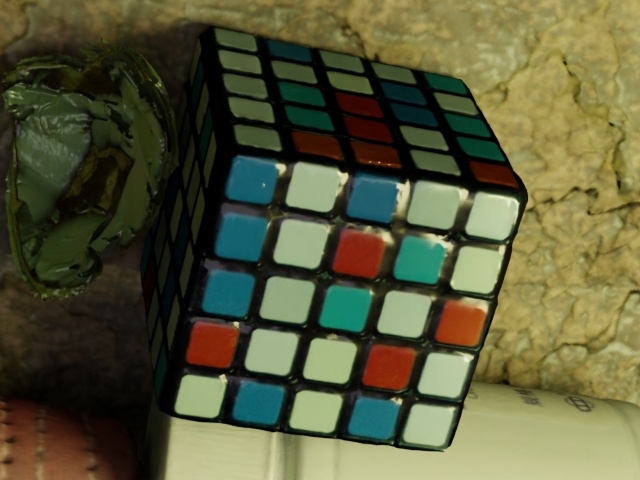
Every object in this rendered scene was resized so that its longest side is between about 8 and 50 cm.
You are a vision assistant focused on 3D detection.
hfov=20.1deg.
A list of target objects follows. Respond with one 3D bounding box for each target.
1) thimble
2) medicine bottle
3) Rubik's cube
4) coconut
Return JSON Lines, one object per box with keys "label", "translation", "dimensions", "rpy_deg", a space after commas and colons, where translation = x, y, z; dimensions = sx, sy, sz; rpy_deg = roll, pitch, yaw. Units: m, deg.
{"label": "thimble", "translation": [-0.186, 0.192, 1.155], "dimensions": [0.125, 0.189, 0.163], "rpy_deg": [8, 111, -11]}
{"label": "medicine bottle", "translation": [0.043, 0.179, 1.184], "dimensions": [0.332, 0.190, 0.189], "rpy_deg": [8, 115, -13]}
{"label": "Rubik's cube", "translation": [0.000, 0.000, 1.091], "dimensions": [0.182, 0.187, 0.184], "rpy_deg": [10, 116, -14]}
{"label": "coconut", "translation": [-0.142, -0.053, 1.099], "dimensions": [0.158, 0.133, 0.055], "rpy_deg": [-47, 156, 23]}
